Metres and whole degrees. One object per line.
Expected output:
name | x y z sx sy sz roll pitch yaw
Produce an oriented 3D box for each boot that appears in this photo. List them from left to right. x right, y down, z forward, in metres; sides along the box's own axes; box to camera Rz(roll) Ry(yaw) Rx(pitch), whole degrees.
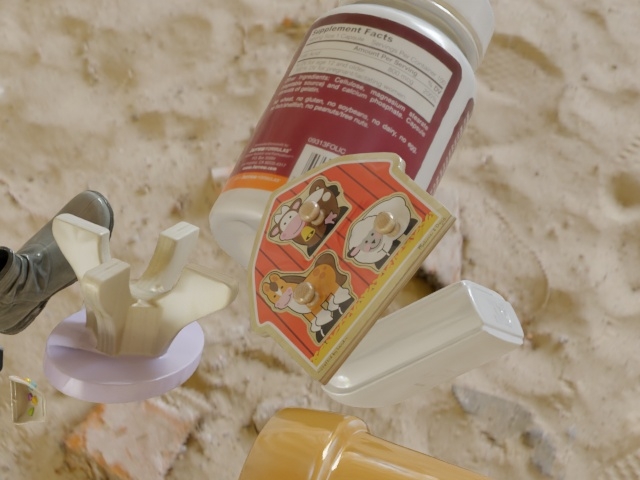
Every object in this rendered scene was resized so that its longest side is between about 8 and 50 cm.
boot | -0.379 0.029 1.535 0.083 0.161 0.246 40 89 12

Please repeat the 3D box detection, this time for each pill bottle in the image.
pill bottle | 0.049 -0.134 1.379 0.224 0.224 0.392 21 68 13

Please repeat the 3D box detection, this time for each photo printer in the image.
photo printer | 0.154 0.180 1.904 0.307 0.256 0.107 -27 70 17

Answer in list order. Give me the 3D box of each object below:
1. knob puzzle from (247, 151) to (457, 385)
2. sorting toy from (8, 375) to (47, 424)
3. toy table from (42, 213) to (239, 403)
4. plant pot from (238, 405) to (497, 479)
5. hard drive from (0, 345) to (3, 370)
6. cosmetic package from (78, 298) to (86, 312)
knob puzzle | 0.000 0.000 0.978 0.213 0.030 0.213 -24 50 31
sorting toy | -0.485 0.271 1.965 0.075 0.083 0.045 14 20 41
toy table | -0.234 0.079 1.473 0.252 0.161 0.274 17 20 3
plant pot | 0.053 0.234 0.858 0.188 0.205 0.205 4 59 19
hard drive | -0.295 0.072 0.794 0.135 0.022 0.094 15 17 37
cosmetic package | -0.369 0.176 1.916 0.060 0.239 0.099 18 72 0
